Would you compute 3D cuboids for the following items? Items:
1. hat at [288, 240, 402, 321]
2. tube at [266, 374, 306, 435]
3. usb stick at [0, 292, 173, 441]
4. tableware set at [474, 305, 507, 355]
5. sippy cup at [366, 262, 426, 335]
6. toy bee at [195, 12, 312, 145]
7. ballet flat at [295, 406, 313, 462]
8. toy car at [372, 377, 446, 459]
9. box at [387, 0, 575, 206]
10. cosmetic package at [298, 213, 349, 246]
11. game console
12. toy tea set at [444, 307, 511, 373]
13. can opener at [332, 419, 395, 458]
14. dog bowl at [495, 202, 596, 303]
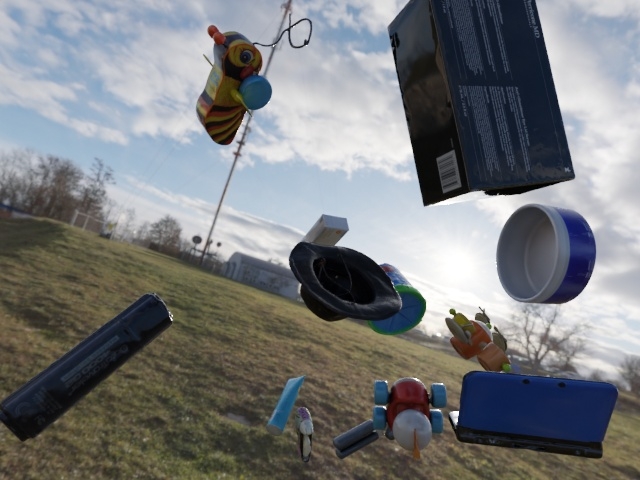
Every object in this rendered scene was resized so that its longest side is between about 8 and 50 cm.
[{"bbox_3d":[0.048,0.142,1.113,0.332,0.133,0.331,21,27,-11],"label":"hat"},{"bbox_3d":[-0.109,0.511,1.305,0.080,0.207,0.052,-21,-68,29],"label":"tube"},{"bbox_3d":[-0.365,0.192,0.672,0.045,0.278,0.077,-5,-61,44],"label":"usb stick"},{"bbox_3d":[0.693,0.369,1.666,0.039,0.194,0.128,-10,-49,-14],"label":"tableware set"},{"bbox_3d":[0.269,0.215,1.631,0.240,0.224,0.305,-15,-56,-1],"label":"sippy cup"},{"bbox_3d":[-0.176,-0.340,0.812,0.195,0.298,0.162,29,10,36],"label":"toy bee"},{"bbox_3d":[-0.060,0.800,1.688,0.077,0.221,0.079,-3,3,-20],"label":"ballet flat"},{"bbox_3d":[0.270,0.563,1.239,0.220,0.210,0.238,2,23,6],"label":"toy car"},{"bbox_3d":[0.214,-0.189,0.556,0.185,0.260,0.103,-8,-4,-20],"label":"box"},{"bbox_3d":[0.000,0.000,1.487,0.099,0.060,0.239,6,-34,-29],"label":"cosmetic package"},{"bbox_3d":[0.455,0.371,0.931,0.294,0.173,0.250,3,-7,11],"label":"game console"},{"bbox_3d":[0.482,0.312,1.099,0.336,0.124,0.200,50,-8,35],"label":"toy tea set"},{"bbox_3d":[0.185,0.674,1.436,0.284,0.075,0.095,-17,7,-25],"label":"can opener"},{"bbox_3d":[0.588,0.037,1.101,0.105,0.264,0.265,6,-9,-8],"label":"dog bowl"}]
